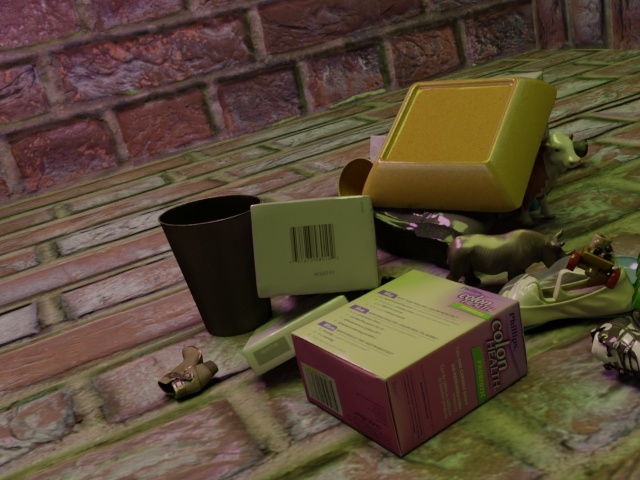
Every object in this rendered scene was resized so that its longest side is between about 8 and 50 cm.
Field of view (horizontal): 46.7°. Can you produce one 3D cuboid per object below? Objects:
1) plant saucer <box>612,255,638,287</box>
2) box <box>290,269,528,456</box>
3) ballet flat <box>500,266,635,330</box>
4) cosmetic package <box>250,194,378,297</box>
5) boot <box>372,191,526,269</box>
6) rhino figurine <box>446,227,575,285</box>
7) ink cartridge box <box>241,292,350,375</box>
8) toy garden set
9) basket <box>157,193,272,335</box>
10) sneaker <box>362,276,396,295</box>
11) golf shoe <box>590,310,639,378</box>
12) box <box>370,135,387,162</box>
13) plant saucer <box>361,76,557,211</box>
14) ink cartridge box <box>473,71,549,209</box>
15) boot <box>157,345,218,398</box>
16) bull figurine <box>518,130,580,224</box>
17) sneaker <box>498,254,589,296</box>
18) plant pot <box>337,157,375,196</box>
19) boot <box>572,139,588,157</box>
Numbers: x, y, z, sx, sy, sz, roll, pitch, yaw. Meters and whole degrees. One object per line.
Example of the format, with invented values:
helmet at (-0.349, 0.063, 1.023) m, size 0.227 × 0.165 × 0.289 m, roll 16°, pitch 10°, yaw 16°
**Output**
plant saucer at (0.488, 0.058, 1.228) m, size 0.119 × 0.021 × 0.119 m, roll -12°, pitch 20°, yaw 4°
box at (0.123, 0.157, 1.037) m, size 0.243 × 0.117 × 0.214 m, roll -25°, pitch 23°, yaw -29°
ballet flat at (0.356, 0.086, 1.144) m, size 0.249 × 0.086 × 0.086 m, roll -10°, pitch 20°, yaw 8°
cosmetic package at (0.000, 0.000, 1.308) m, size 0.197 × 0.155 × 0.365 m, roll -5°, pitch 1°, yaw 5°
boot at (0.233, -0.070, 1.509) m, size 0.338 × 0.118 × 0.222 m, roll 24°, pitch 62°, yaw 42°
rhino figurine at (0.333, 0.031, 1.271) m, size 0.243 × 0.106 × 0.073 m, roll -6°, pitch 21°, yaw 20°
ink cartridge box at (-0.031, 0.141, 1.231) m, size 0.181 × 0.056 × 0.225 m, roll -29°, pitch 0°, yaw 1°
toy garden set at (0.471, 0.038, 1.070) m, size 0.204 × 0.049 × 0.244 m, roll 26°, pitch 24°, yaw 16°
basket at (-0.174, 0.047, 1.358) m, size 0.205 × 0.226 × 0.154 m, roll -2°, pitch 22°, yaw 29°
sneaker at (0.087, 0.113, 1.243) m, size 0.063 × 0.074 × 0.170 m, roll 4°, pitch 26°, yaw 39°
golf shoe at (0.403, 0.153, 0.953) m, size 0.094 × 0.077 × 0.198 m, roll -11°, pitch 9°, yaw 12°
box at (0.286, -0.232, 1.944) m, size 0.290 × 0.087 × 0.169 m, roll -7°, pitch 11°, yaw -42°
plant saucer at (0.263, -0.212, 1.468) m, size 0.333 × 0.081 × 0.332 m, roll 4°, pitch 54°, yaw 33°
ink cartridge box at (0.404, -0.225, 1.692) m, size 0.198 × 0.270 × 0.197 m, roll 0°, pitch 23°, yaw 31°
boot at (-0.225, 0.214, 1.206) m, size 0.087 × 0.042 × 0.118 m, roll -28°, pitch 24°, yaw -31°
bull figurine at (0.397, -0.130, 1.545) m, size 0.311 × 0.188 × 0.101 m, roll 3°, pitch 20°, yaw 39°
sneaker at (0.364, 0.079, 1.208) m, size 0.152 × 0.061 × 0.053 m, roll -24°, pitch 20°, yaw 29°
plant pot at (0.125, -0.137, 1.864) m, size 0.134 × 0.134 × 0.095 m, roll 5°, pitch 2°, yaw 41°
boot at (0.550, -0.216, 1.890) m, size 0.161 × 0.083 × 0.246 m, roll 1°, pitch 0°, yaw -21°
